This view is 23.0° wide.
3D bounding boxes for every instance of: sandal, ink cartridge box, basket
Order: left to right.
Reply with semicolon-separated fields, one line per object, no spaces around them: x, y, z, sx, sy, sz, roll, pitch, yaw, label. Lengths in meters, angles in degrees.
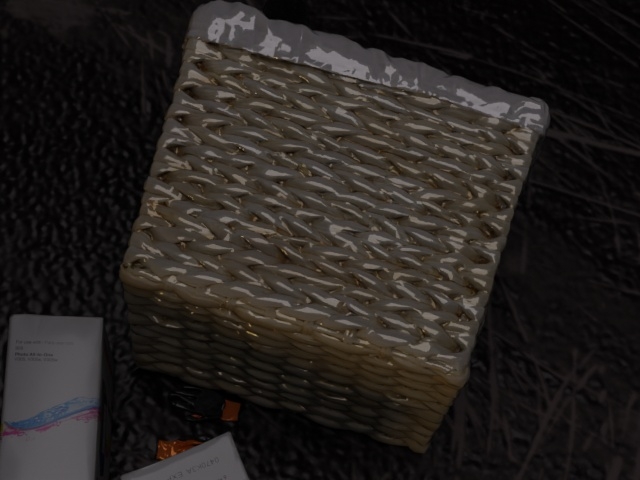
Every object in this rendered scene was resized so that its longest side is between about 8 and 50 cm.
-0.241;0.189;1.438;0.093;0.154;0.212;0;68;-4;ink cartridge box
-0.046;-0.185;1.669;0.067;0.040;0.179;14;53;-4;sandal
0.000;0.000;1.441;0.331;0.328;0.266;18;70;3;basket

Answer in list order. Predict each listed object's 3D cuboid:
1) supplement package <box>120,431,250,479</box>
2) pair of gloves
-0.113;0.248;1.406;0.105;0.179;0.105;-22;78;-13;supplement package
-0.118;0.183;1.527;0.074;0.010;0.083;12;67;1;pair of gloves
